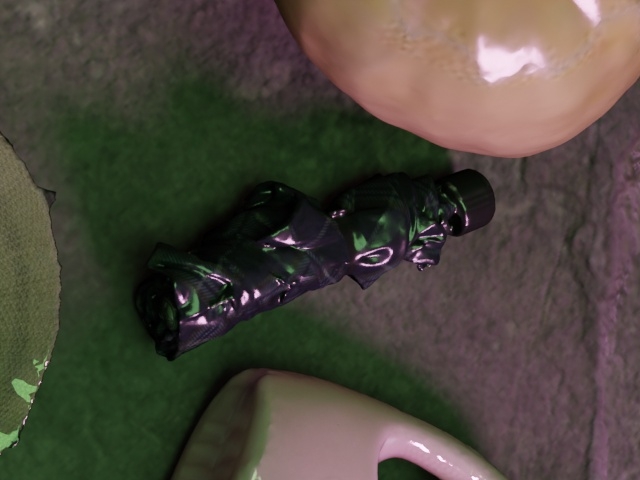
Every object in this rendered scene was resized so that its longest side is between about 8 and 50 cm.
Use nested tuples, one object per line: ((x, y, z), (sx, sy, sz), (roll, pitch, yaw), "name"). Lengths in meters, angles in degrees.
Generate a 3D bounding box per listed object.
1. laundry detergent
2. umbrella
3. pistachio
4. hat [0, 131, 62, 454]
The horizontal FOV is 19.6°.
((0.066, 0.197, 1.109), (0.335, 0.088, 0.159), (27, 83, -29), "laundry detergent")
((0.000, -0.003, 1.054), (0.224, 0.080, 0.071), (-18, 72, -26), "umbrella")
((0.074, -0.161, 0.950), (0.229, 0.230, 0.309), (-69, 160, 0), "pistachio")
((-0.257, 0.024, 0.904), (0.252, 0.110, 0.252), (-11, 112, -29), "hat")
